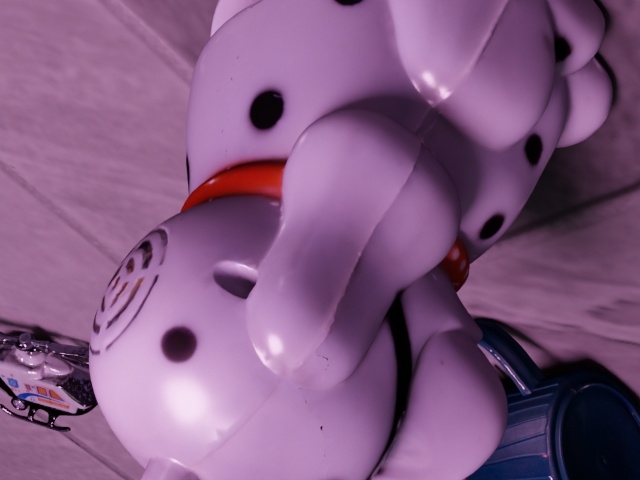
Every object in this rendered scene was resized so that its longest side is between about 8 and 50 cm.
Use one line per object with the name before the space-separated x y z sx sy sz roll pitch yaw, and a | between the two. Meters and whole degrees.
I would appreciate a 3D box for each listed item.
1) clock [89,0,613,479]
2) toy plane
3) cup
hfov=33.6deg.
clock | 0.003 -0.001 0.421 0.189 0.254 0.189 13 144 10
toy plane | -0.247 0.097 0.853 0.197 0.053 0.078 16 134 11
cup | 0.108 0.134 0.634 0.150 0.113 0.138 40 139 -21
